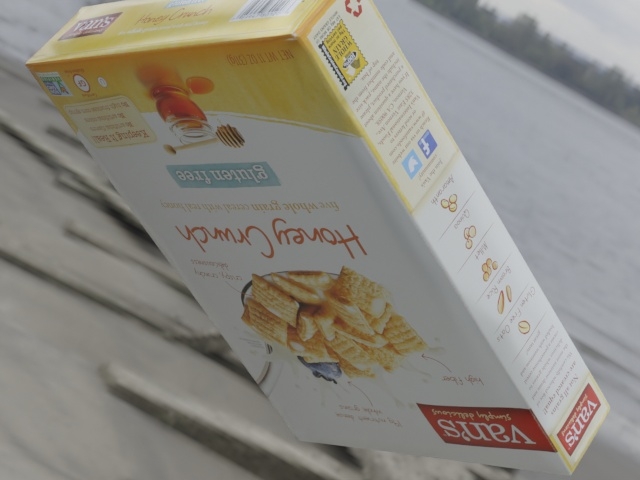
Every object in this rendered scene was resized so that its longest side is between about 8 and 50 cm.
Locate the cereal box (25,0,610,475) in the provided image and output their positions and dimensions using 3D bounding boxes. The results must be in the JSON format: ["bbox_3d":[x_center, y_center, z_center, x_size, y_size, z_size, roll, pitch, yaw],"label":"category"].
[{"bbox_3d":[0.000,0.000,0.671,0.173,0.047,0.240,0,-47,46],"label":"cereal box"}]
